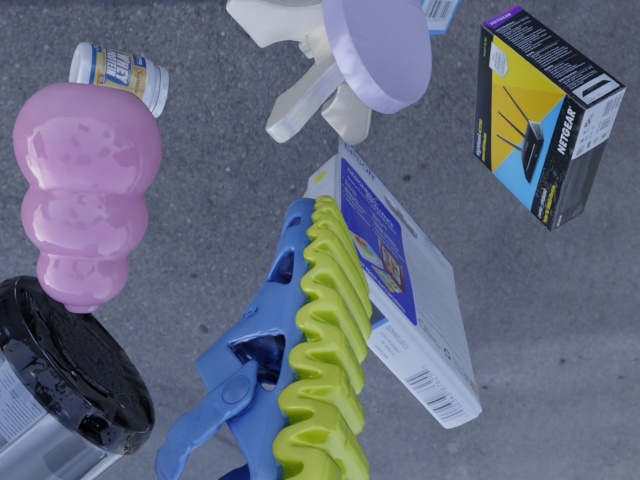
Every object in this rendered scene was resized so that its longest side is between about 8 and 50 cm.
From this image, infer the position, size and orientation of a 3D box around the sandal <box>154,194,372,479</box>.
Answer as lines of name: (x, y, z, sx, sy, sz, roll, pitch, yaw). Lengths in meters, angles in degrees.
sandal: (-0.035, 0.084, 0.469, 0.138, 0.317, 0.126, -11, 129, 17)

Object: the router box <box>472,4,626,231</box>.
router box: (0.203, -0.109, 0.590, 0.046, 0.133, 0.179, -30, 147, -8)

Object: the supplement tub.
supplement tub: (-0.470, -0.367, 1.454, 0.199, 0.144, 0.144, 7, 138, -32)

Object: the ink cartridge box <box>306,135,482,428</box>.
ink cartridge box: (0.093, 0.041, 0.838, 0.072, 0.307, 0.303, -35, 114, 20)

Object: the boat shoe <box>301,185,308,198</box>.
boat shoe: (0.000, 0.000, 1.458, 0.119, 0.122, 0.324, 22, 112, 16)

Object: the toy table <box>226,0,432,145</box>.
toy table: (0.022, -0.237, 0.771, 0.160, 0.274, 0.252, -24, 115, 36)

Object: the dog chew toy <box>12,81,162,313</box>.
dog chew toy: (-0.346, -0.058, 0.924, 0.206, 0.206, 0.332, 6, 96, -4)

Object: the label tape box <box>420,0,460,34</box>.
label tape box: (0.069, -0.512, 1.184, 0.240, 0.333, 0.106, -18, 142, -44)

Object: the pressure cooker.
pressure cooker: (-0.540, 0.306, 1.017, 0.420, 0.370, 0.375, -40, 141, -5)
